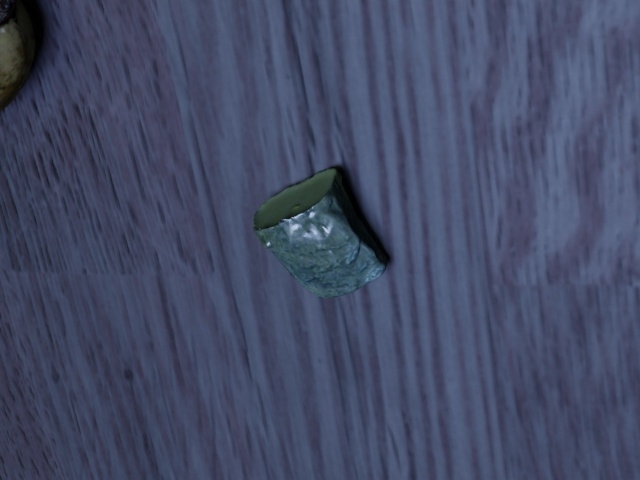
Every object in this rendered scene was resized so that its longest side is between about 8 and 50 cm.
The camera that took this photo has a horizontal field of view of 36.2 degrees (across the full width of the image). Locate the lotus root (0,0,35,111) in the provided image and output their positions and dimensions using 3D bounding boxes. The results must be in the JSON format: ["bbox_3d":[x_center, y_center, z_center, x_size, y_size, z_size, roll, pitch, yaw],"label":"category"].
[{"bbox_3d":[-0.323,-0.154,0.823,0.214,0.138,0.138,-32,92,36],"label":"lotus root"}]

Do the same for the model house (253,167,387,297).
[{"bbox_3d":[0.000,0.000,0.747,0.078,0.066,0.083,-26,113,24],"label":"model house"}]
